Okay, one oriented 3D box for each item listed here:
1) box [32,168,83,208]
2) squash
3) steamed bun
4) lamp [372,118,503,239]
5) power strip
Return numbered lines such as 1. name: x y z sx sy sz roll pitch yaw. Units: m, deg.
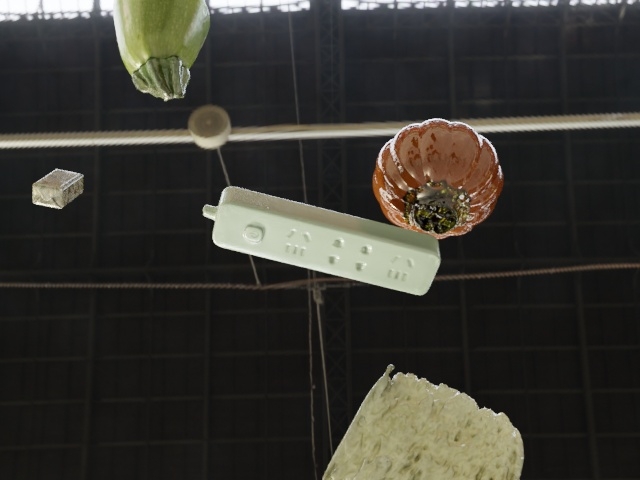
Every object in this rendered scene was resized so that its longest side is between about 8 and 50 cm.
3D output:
1. box: -0.487 -0.096 1.344 0.062 0.045 0.098 11 -156 0
2. squash: -0.169 -0.188 0.744 0.105 0.105 0.132 -1 -119 1
3. steamed bun: 0.184 0.395 1.162 0.272 0.274 0.290 22 -131 36
4. lamp: 0.200 -0.102 1.241 0.223 0.223 0.197 5 -135 4
5. power strip: 0.000 0.000 1.156 0.384 0.091 0.062 14 -149 -7
